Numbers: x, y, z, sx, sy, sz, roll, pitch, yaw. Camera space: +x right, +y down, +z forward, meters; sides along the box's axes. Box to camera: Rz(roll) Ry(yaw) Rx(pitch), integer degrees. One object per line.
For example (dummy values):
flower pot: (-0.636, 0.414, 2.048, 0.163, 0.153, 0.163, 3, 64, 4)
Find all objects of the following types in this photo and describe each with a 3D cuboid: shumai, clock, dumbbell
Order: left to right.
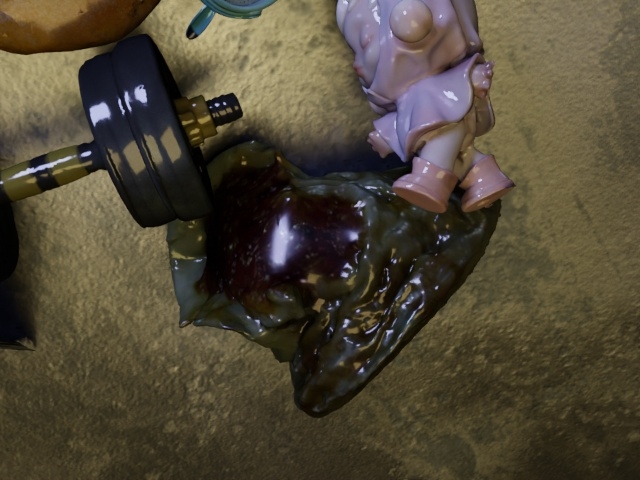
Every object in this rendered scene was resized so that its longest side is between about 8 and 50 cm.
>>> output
dumbbell: (-0.259, -0.063, 0.752, 0.389, 0.185, 0.185, -19, 121, -2)
clock: (-0.084, -0.256, 0.737, 0.147, 0.045, 0.108, -48, 123, -13)
shumai: (0.000, 0.000, 0.861, 0.288, 0.292, 0.330, 42, 94, 10)

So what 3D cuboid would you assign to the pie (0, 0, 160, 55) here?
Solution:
pie: (-0.250, -0.288, 0.699, 0.274, 0.069, 0.273, -5, 114, -12)

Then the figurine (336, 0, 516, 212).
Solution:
figurine: (0.099, -0.159, 0.762, 0.133, 0.200, 0.275, -14, 78, -5)

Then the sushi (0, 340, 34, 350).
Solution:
sushi: (-0.436, 0.073, 0.791, 0.290, 0.264, 0.050, 6, 79, -14)
